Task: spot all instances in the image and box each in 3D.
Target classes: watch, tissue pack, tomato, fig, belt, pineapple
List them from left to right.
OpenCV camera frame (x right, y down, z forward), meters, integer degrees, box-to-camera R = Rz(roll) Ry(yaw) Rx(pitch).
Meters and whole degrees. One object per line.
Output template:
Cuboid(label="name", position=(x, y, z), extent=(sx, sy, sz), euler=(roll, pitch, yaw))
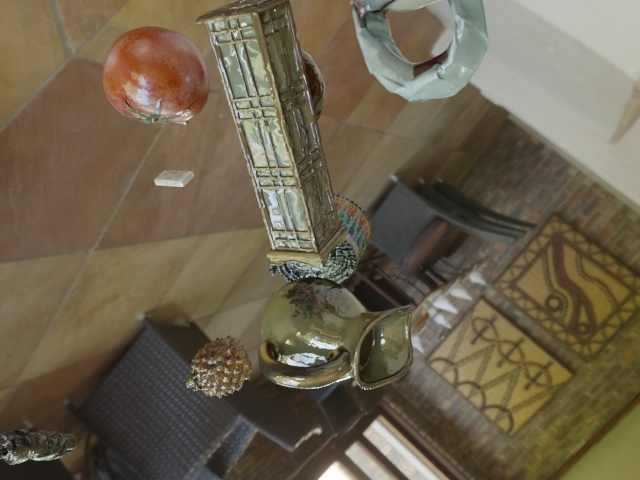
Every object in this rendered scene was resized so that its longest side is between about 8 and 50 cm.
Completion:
Cuboid(label="tomato", position=(-0.418, -0.422, 1.558), extent=(0.265, 0.265, 0.265), euler=(-44, 164, -16))
Cuboid(label="tissue pack", position=(-0.415, -0.176, 1.723), extent=(0.056, 0.108, 0.023), euler=(-54, 139, -38))
Cuboid(label="pineapple", position=(-0.296, 0.370, 1.746), extent=(0.193, 0.166, 0.166), euler=(-26, 159, -14))
Cuboid(label="fig", position=(-0.054, -0.243, 1.173), extent=(0.191, 0.290, 0.190), euler=(-29, 163, -10))
Cuboid(label="belt", position=(0.000, 0.000, 1.551), extent=(0.295, 0.207, 0.160), euler=(-45, -163, 53))
Cuboid(label="watch", position=(0.173, -0.365, 1.065), extent=(0.162, 0.241, 0.253), euler=(-8, -174, -36))

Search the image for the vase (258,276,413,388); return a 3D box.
Cuboid(label="vase", position=(0.008, 0.226, 1.310), extent=(0.329, 0.303, 0.240), euler=(-28, 122, -51))

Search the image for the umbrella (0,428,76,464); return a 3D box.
Cuboid(label="umbrella", position=(-0.508, 0.370, 1.094), extent=(0.235, 0.066, 0.059), euler=(63, 33, -70))

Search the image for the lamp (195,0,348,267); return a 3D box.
Cuboid(label="lamp", position=(-0.050, -0.126, 0.750), extent=(0.089, 0.090, 0.325), euler=(-48, 132, -49))
